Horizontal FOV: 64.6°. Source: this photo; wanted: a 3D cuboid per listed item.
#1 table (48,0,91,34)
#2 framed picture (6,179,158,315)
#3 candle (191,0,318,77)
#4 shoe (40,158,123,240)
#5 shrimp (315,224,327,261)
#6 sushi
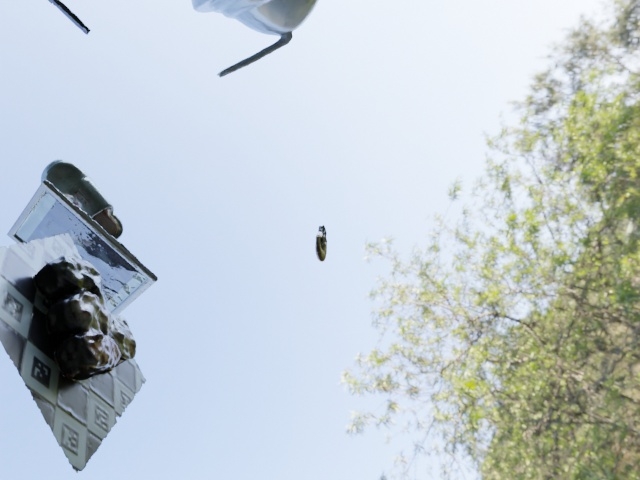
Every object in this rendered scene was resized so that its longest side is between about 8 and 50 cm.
[{"bbox_3d":[-0.585,-0.648,1.196,0.317,0.249,0.317,-58,4,7],"label":"table"},{"bbox_3d":[-0.482,0.030,1.027,0.281,0.209,0.019,43,-144,-13],"label":"framed picture"},{"bbox_3d":[-0.084,-0.401,0.606,0.221,0.221,0.342,-36,-63,-35],"label":"candle"},{"bbox_3d":[-0.565,-0.082,1.231,0.103,0.100,0.251,-45,-48,-18],"label":"shoe"},{"bbox_3d":[0.000,0.000,1.203,0.059,0.023,0.108,59,-154,-52],"label":"shrimp"},{"bbox_3d":[-0.248,0.090,0.548,0.047,0.231,0.219,-25,-83,-1],"label":"sushi"}]
